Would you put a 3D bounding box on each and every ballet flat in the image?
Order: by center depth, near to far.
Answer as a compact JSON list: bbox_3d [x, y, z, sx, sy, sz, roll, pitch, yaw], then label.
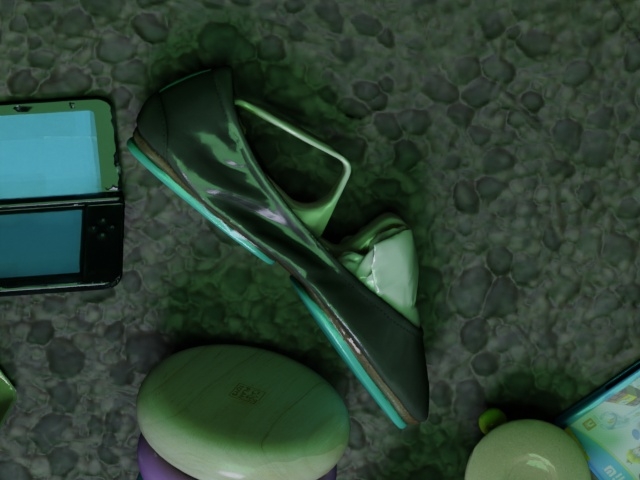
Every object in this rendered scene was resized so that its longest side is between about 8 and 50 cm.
[{"bbox_3d":[0.000,0.000,1.263,0.096,0.095,0.280,-42,108,4],"label":"ballet flat"}]

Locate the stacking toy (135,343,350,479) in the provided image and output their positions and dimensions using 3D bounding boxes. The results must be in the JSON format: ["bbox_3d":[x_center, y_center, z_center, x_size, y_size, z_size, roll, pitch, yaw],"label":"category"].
[{"bbox_3d":[-0.076,0.242,1.350,0.141,0.141,0.330,9,117,-4],"label":"stacking toy"}]

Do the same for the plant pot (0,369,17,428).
[{"bbox_3d":[-0.282,0.107,1.304,0.096,0.109,0.109,-25,112,23],"label":"plant pot"}]

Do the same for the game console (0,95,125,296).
[{"bbox_3d":[-0.190,-0.026,1.262,0.122,0.107,0.071,-4,142,2],"label":"game console"}]

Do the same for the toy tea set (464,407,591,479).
[{"bbox_3d":[0.148,0.290,1.356,0.200,0.124,0.336,-30,87,-8],"label":"toy tea set"}]

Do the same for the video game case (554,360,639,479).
[{"bbox_3d":[0.261,0.120,1.356,0.166,0.015,0.119,-36,109,15],"label":"video game case"}]
